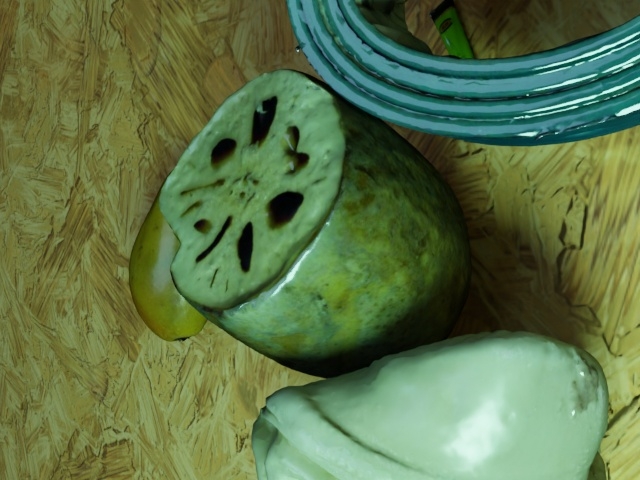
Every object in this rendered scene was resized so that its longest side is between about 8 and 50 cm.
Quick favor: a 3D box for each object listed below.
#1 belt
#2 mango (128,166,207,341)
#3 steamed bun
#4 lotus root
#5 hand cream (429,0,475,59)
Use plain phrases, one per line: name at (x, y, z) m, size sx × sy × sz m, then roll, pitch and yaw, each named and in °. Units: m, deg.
belt at (0.194, -0.234, 0.808) m, size 0.436 × 0.173 × 0.300 m, roll -10°, pitch 91°, yaw 27°
mango at (-0.204, 0.016, 1.363) m, size 0.138 × 0.113 × 0.253 m, roll 14°, pitch 99°, yaw 45°
steamed bun at (0.110, 0.222, 0.881) m, size 0.324 × 0.310 × 0.219 m, roll -13°, pitch 72°, yaw 14°
lotus root at (0.022, 0.011, 0.950) m, size 0.250 × 0.346 × 0.250 m, roll -11°, pitch 66°, yaw 26°
hand cream at (0.150, -0.207, 1.048) m, size 0.036 × 0.023 × 0.122 m, roll -40°, pitch 60°, yaw 44°
